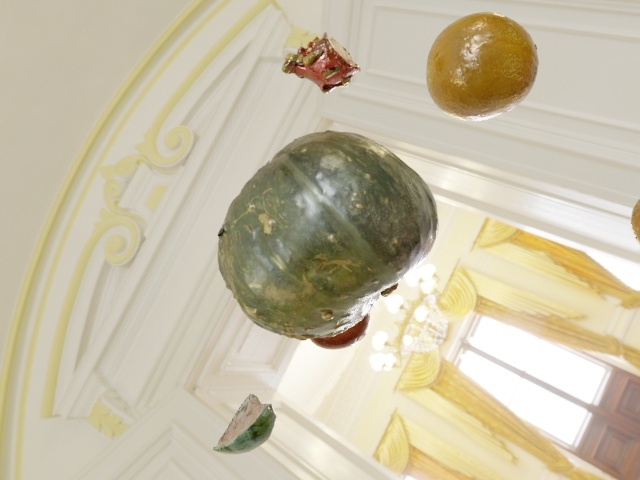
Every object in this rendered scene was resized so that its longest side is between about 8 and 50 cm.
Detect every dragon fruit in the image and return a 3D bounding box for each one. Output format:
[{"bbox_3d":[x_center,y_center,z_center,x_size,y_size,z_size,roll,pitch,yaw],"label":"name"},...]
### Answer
[{"bbox_3d":[0.001,-0.466,1.195,0.133,0.208,0.149,-94,0,-62],"label":"dragon fruit"}]

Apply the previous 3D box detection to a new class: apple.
[{"bbox_3d":[0.044,0.220,1.308,0.201,0.201,0.162,-55,-12,-17],"label":"apple"}]

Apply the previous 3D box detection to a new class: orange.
[{"bbox_3d":[0.410,-0.442,1.169,0.274,0.275,0.274,-38,-39,-39],"label":"orange"}]

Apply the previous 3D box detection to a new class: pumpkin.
[{"bbox_3d":[0.000,0.000,0.669,0.327,0.257,0.291,-47,-11,11],"label":"pumpkin"}]

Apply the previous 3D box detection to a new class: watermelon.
[{"bbox_3d":[-0.147,0.395,0.993,0.187,0.071,0.139,-42,17,22],"label":"watermelon"}]

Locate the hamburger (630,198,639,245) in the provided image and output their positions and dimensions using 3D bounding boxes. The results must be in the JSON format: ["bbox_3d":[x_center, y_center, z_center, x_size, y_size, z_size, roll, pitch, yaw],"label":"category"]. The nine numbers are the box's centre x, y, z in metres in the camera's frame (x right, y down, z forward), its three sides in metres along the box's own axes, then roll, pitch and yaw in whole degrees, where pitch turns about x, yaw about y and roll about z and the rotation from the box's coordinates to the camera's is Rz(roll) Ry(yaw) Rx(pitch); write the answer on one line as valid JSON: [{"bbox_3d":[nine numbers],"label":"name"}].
[{"bbox_3d":[0.884,-0.037,1.064,0.163,0.244,0.244,-14,-47,-9],"label":"hamburger"}]
